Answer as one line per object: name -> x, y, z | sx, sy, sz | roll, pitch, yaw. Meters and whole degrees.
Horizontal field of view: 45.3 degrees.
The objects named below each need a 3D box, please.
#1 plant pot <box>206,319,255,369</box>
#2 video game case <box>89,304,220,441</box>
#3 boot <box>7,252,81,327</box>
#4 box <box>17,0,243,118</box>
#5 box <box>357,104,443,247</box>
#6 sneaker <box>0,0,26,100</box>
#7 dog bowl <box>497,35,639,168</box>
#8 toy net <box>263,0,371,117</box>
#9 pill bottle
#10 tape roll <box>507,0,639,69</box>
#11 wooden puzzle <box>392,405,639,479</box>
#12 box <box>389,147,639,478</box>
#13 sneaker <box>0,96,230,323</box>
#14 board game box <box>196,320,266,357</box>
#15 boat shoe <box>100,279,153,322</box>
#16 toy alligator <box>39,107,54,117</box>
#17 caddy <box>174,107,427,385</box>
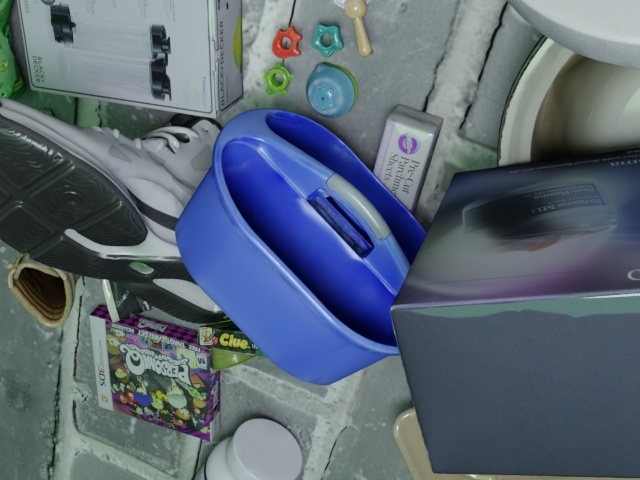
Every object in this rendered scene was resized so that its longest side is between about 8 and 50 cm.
plant pot -> -0.146, 0.152, 1.215 | 0.083, 0.083, 0.079 | -14, 99, 27
video game case -> -0.284, 0.230, 1.327 | 0.232, 0.042, 0.210 | 14, 122, 14
boot -> -0.410, -0.025, 1.134 | 0.095, 0.203, 0.262 | -6, 119, -1
box -> -0.249, -0.270, 1.017 | 0.289, 0.087, 0.169 | 10, 120, 17
box -> 0.087, -0.019, 1.033 | 0.067, 0.063, 0.324 | 21, 122, 10
sneaker -> -0.482, -0.267, 1.117 | 0.123, 0.109, 0.296 | 22, 124, -18
dog bowl -> 0.401, -0.108, 0.812 | 0.407, 0.150, 0.408 | 9, 120, 16
toy net -> 0.017, -0.264, 0.944 | 0.122, 0.045, 0.232 | 30, 122, 6
pill bottle -> -0.143, 0.430, 1.312 | 0.153, 0.153, 0.265 | 35, 124, 1
tape roll -> 0.313, -0.340, 0.652 | 0.391, 0.072, 0.392 | -3, 83, 24
wooden puzzle -> 0.322, 0.345, 1.134 | 0.347, 0.080, 0.322 | -17, 110, 23
box -> 0.251, 0.048, 0.689 | 0.296, 0.294, 0.183 | -7, 114, 24
sneaker -> -0.257, -0.088, 0.985 | 0.169, 0.258, 0.447 | -25, 138, 26
board game box -> -0.051, 0.129, 1.062 | 0.136, 0.259, 0.030 | 4, 90, 18
boat shoe -> -0.320, 0.013, 1.218 | 0.079, 0.084, 0.233 | -13, 109, -14
toy alligator -> -0.480, -0.137, 1.200 | 0.056, 0.051, 0.189 | 45, 123, -6
caddy -> 0.000, 0.000, 0.902 | 0.341, 0.241, 0.179 | 46, 132, -3
